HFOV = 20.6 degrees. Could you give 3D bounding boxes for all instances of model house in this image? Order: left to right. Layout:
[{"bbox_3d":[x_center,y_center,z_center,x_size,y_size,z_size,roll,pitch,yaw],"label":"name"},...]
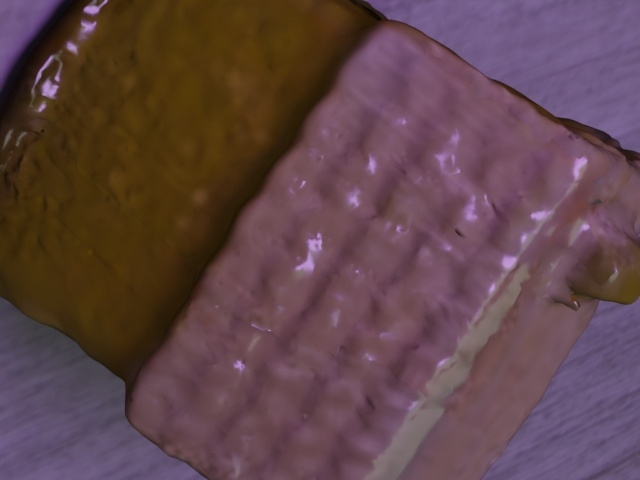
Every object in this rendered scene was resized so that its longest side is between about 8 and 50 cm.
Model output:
[{"bbox_3d":[0.000,0.000,0.694,0.174,0.234,0.193,26,99,-50],"label":"model house"}]
